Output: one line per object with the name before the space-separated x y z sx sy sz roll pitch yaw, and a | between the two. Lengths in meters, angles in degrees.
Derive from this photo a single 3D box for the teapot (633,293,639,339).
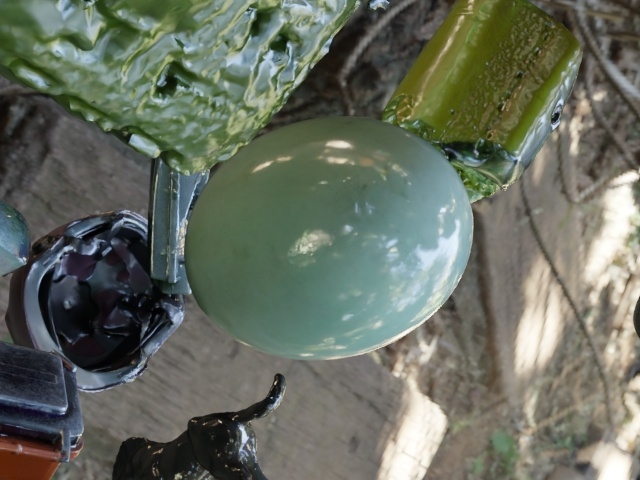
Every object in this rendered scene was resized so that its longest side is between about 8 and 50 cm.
teapot | 0.601 0.094 1.600 0.185 0.268 0.175 -42 154 -40

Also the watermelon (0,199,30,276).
watermelon | -0.597 -0.024 1.604 0.188 0.322 0.175 53 29 -40

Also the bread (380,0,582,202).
bread | 0.265 -0.236 1.744 0.376 0.251 0.208 -57 -177 -26

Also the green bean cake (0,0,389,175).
green bean cake | -0.096 -0.224 0.708 0.319 0.218 0.335 -53 144 11

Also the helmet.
helmet | -0.394 0.103 1.724 0.338 0.197 0.271 -48 117 -42

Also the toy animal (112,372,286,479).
toy animal | -0.111 0.209 0.899 0.233 0.148 0.084 -40 150 23

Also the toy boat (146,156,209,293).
toy boat | -0.208 -0.084 1.578 0.141 0.092 0.319 -64 157 -80

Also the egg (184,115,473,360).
egg | 0.000 0.000 1.215 0.276 0.389 0.276 13 70 -39

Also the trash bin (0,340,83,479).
trash bin | -0.374 0.248 1.172 0.161 0.184 0.238 18 111 -27
